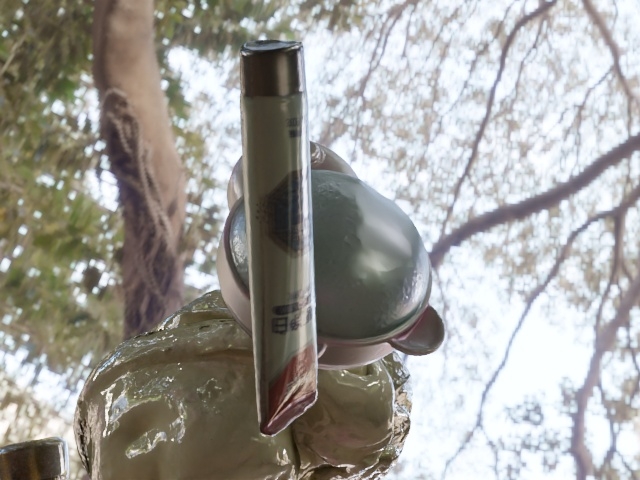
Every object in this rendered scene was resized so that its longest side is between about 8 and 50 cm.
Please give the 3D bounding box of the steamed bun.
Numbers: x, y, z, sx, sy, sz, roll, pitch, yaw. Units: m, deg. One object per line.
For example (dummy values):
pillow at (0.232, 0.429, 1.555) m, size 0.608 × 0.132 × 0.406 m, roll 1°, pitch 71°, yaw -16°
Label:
steamed bun at (-0.074, 0.160, 1.118) m, size 0.352 × 0.247 × 0.339 m, roll -16°, pitch -21°, yaw -6°

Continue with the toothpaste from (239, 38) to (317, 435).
toothpaste at (-0.024, 0.001, 0.657) m, size 0.039 × 0.062 × 0.239 m, roll 11°, pitch -66°, yaw 31°

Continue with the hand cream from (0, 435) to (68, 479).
hand cream at (-0.315, 0.328, 1.251) m, size 0.084 × 0.203 × 0.084 m, roll -11°, pitch -8°, yaw -2°

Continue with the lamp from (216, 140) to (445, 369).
lamp at (0.001, -0.003, 0.915) m, size 0.179 × 0.246 × 0.108 m, roll 2°, pitch -45°, yaw -25°
